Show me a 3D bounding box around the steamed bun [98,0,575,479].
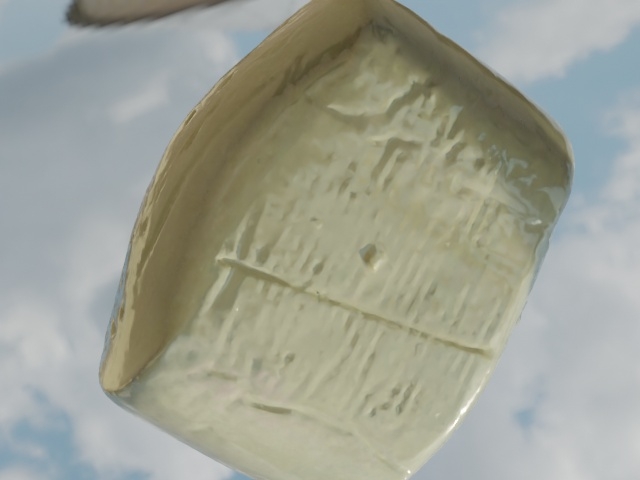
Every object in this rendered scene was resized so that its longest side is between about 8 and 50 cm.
[{"bbox_3d":[0.000,0.000,0.976,0.250,0.200,0.155,-61,-156,3],"label":"steamed bun"}]
